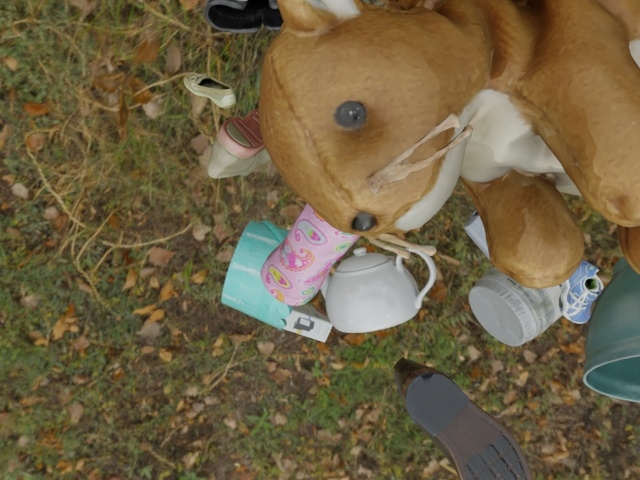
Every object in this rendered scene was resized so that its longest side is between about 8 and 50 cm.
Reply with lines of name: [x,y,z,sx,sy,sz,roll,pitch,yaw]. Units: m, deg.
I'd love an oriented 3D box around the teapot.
teapot: [0.125,0.108,1.404,0.256,0.252,0.187,-14,97,-14]

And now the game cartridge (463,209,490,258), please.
game cartridge: [0.652,-0.086,1.972,0.198,0.062,0.297,45,79,-13]

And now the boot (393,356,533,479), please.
boot: [0.166,0.224,0.664,0.082,0.106,0.219,-37,99,-3]

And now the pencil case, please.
pencil case: [0.000,0.000,0.962,0.124,0.124,0.284,26,135,-13]

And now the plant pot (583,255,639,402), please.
plant pot: [0.560,0.124,0.874,0.293,0.196,0.293,7,153,3]

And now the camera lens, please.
camera lens: [0.582,0.135,1.573,0.274,0.219,0.219,-33,119,-19]

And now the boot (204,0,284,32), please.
boot: [-0.027,-0.431,0.886,0.338,0.222,0.118,-16,156,-4]

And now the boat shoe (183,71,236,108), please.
boat shoe: [-0.249,-0.347,1.260,0.153,0.056,0.048,37,146,27]

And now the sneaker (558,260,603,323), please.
sneaker: [0.613,0.127,1.323,0.080,0.081,0.211,-47,130,-21]

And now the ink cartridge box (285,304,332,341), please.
ink cartridge box: [-0.064,0.259,1.873,0.175,0.127,0.072,21,98,-19]

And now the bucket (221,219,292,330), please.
bucket: [-0.136,0.085,1.509,0.183,0.281,0.281,20,119,1]

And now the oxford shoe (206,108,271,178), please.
oxford shoe: [-0.189,-0.264,1.561,0.140,0.397,0.146,46,117,8]

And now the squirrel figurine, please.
squirrel figurine: [0.133,-0.160,0.448,0.370,0.397,0.281,-5,162,-3]
